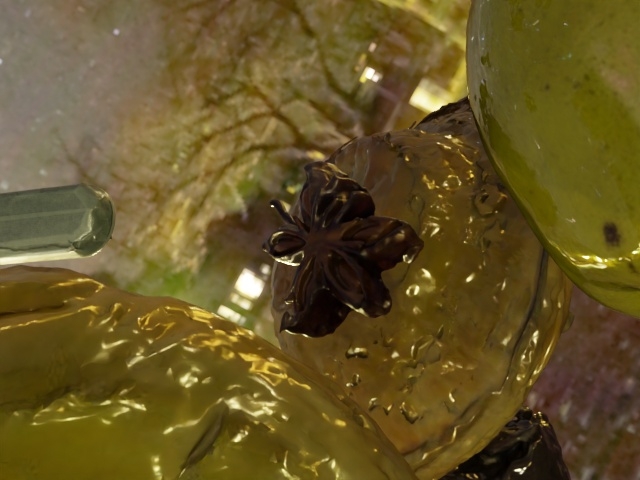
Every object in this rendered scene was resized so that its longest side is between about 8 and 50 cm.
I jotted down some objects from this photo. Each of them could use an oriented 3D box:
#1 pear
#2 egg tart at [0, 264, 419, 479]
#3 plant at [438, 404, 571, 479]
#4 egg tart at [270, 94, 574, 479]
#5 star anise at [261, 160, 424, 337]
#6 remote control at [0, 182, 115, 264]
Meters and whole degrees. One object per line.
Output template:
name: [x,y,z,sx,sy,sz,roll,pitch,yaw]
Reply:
pear: [0.213,-0.098,0.566,0.294,0.294,0.294,-62,2,4]
egg tart: [-0.114,0.180,0.375,0.345,0.345,0.132,-63,14,-20]
plant: [0.204,0.276,1.340,0.188,0.276,0.199,-30,-6,16]
egg tart: [0.075,0.032,1.117,0.443,0.178,0.443,-44,33,40]
star anise: [0.000,0.000,0.714,0.097,0.070,0.190,-59,36,11]
remote control: [-0.394,-0.023,1.507,0.052,0.247,0.104,25,-118,-62]
